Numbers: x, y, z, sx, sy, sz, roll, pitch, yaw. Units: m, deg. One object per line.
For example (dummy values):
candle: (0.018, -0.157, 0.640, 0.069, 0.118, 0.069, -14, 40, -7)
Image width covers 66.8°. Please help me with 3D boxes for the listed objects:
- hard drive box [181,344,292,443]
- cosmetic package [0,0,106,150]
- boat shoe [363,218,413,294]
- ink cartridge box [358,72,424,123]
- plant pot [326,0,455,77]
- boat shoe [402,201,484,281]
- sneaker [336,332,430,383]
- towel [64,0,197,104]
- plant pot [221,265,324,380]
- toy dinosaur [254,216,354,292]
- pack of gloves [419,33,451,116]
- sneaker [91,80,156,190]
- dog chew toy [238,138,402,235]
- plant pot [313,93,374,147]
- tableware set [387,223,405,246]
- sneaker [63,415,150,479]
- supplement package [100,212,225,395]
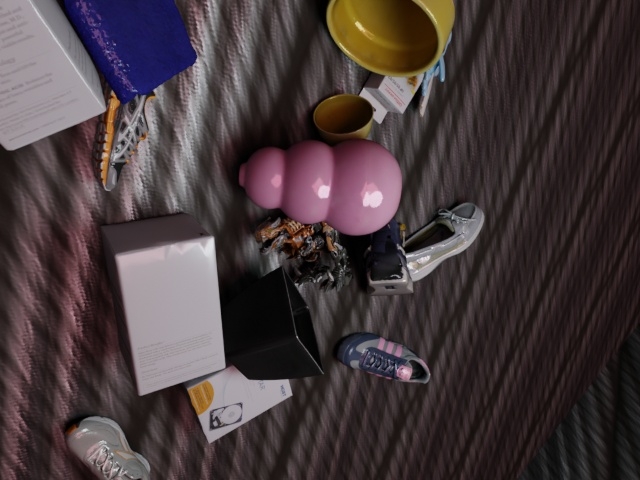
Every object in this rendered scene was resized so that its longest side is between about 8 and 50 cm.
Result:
hard drive box: (-0.203, 0.344, 1.176, 0.232, 0.089, 0.180, -25, 120, -24)
cosmetic package: (-0.442, -0.332, 0.595, 0.156, 0.217, 0.384, -26, 141, -5)
boat shoe: (0.173, 0.052, 1.248, 0.127, 0.340, 0.157, -3, 76, 5)
ink cartridge box: (0.177, -0.380, 1.167, 0.104, 0.062, 0.181, 31, 89, -38)
plant pot: (0.172, -0.517, 1.015, 0.254, 0.254, 0.238, 38, 69, -37)
boat shoe: (0.334, -0.012, 1.381, 0.321, 0.118, 0.103, -35, 128, -10)
sneaker: (0.195, 0.350, 1.414, 0.319, 0.131, 0.112, 16, 98, -36)
towel: (-0.332, -0.395, 0.768, 0.308, 0.077, 0.227, 67, 31, -29)
plant pot: (-0.113, 0.199, 1.062, 0.167, 0.188, 0.187, -19, 139, 5)
toy dinosaur: (0.000, 0.000, 1.150, 0.322, 0.164, 0.218, -10, 98, -18)
pack of gloves: (0.291, -0.429, 1.155, 0.195, 0.046, 0.231, 21, 87, -75)
sneaker: (-0.356, -0.192, 0.878, 0.083, 0.084, 0.214, 8, 102, -40)
dog chew toy: (-0.004, -0.121, 1.027, 0.333, 0.206, 0.206, 6, 106, -5)
plant pot: (0.057, -0.253, 1.109, 0.134, 0.134, 0.095, -38, 148, -16)
tableware set: (0.176, -0.047, 1.305, 0.154, 0.024, 0.103, 22, 64, -40)
sneaker: (-0.444, 0.486, 1.051, 0.099, 0.121, 0.262, -39, 124, -16)
supplement package: (-0.310, 0.115, 0.963, 0.178, 0.175, 0.292, -12, 114, -29)
